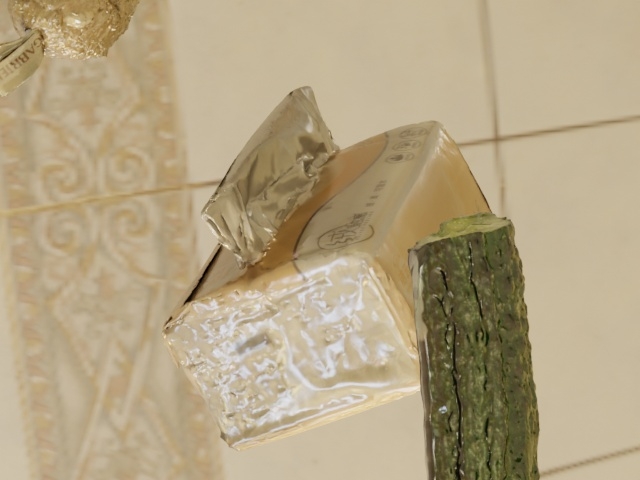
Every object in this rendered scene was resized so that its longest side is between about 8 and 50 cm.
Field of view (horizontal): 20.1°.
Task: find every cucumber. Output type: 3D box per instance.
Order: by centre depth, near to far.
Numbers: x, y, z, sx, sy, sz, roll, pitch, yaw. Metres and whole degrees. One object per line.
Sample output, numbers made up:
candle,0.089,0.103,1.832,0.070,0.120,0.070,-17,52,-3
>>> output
cucumber,0.099,0.105,1.117,0.077,0.077,0.265,3,75,-30

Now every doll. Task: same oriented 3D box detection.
doll,-0.209,-0.213,1.547,0.105,0.115,0.221,26,75,0

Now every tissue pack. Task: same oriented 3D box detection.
tissue pack,0.000,0.000,1.590,0.238,0.238,0.305,63,25,-16
